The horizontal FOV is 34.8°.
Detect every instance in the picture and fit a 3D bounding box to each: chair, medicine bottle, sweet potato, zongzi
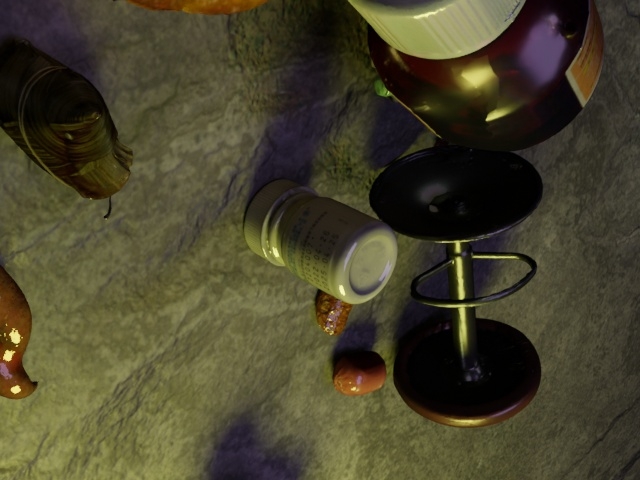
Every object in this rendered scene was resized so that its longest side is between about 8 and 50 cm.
[{"bbox_3d":[0.197,0.091,1.414,0.226,0.226,0.401,-34,133,-30],"label":"chair"},{"bbox_3d":[0.156,-0.235,1.027,0.243,0.242,0.395,-64,161,1],"label":"medicine bottle"},{"bbox_3d":[-0.313,0.079,0.997,0.055,0.058,0.202,-48,141,-49],"label":"sweet potato"},{"bbox_3d":[-0.203,-0.082,0.926,0.084,0.184,0.187,-51,138,-13],"label":"zongzi"},{"bbox_3d":[0.000,0.000,1.199,0.105,0.168,0.105,-25,127,-37],"label":"medicine bottle"}]

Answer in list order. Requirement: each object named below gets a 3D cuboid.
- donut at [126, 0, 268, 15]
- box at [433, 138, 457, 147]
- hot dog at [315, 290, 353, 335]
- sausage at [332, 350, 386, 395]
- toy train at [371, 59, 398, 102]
[{"bbox_3d":[-0.138,-0.414,0.841,0.377,0.163,0.435,-18,125,-40],"label":"donut"},{"bbox_3d":[0.230,-0.098,1.491,0.050,0.041,0.207,-54,139,-7],"label":"box"},{"bbox_3d":[0.022,0.086,1.372,0.058,0.035,0.083,13,101,-49],"label":"hot dog"},{"bbox_3d":[0.055,0.191,1.445,0.094,0.059,0.054,-7,128,-50],"label":"sausage"},{"bbox_3d":[0.147,-0.239,1.303,0.194,0.080,0.125,-17,113,-35],"label":"toy train"}]
